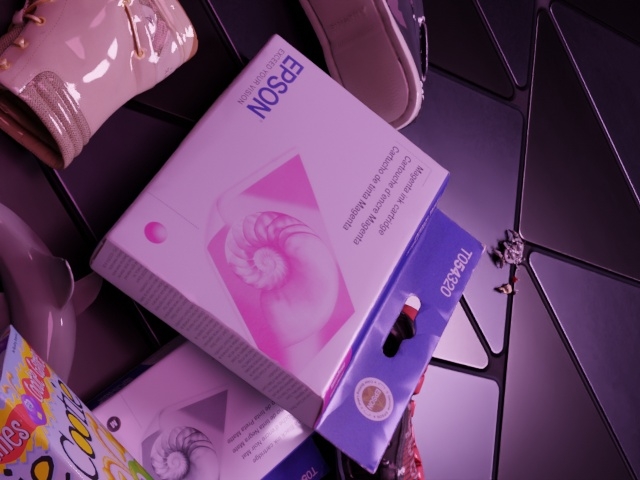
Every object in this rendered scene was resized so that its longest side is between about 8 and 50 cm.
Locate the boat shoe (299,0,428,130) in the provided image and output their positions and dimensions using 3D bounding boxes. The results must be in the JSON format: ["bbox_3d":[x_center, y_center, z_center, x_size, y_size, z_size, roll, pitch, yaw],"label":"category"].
[{"bbox_3d":[0.048,-0.285,1.176,0.113,0.127,0.340,-16,85,-66],"label":"boat shoe"}]

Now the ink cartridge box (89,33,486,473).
[{"bbox_3d":[0.000,0.000,1.035,0.330,0.071,0.324,36,52,-6],"label":"ink cartridge box"}]

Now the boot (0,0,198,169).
[{"bbox_3d":[-0.254,-0.216,0.949,0.203,0.095,0.262,-49,116,-30],"label":"boot"}]

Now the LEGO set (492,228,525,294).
[{"bbox_3d":[0.242,0.026,1.325,0.054,0.023,0.083,-7,87,-37],"label":"LEGO set"}]

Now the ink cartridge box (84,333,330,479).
[{"bbox_3d":[-0.100,0.201,1.031,0.223,0.045,0.224,-38,106,-34],"label":"ink cartridge box"}]

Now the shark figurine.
[{"bbox_3d":[-0.263,0.015,0.896,0.166,0.116,0.278,-46,112,-33],"label":"shark figurine"}]

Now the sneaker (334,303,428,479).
[{"bbox_3d":[0.052,0.190,1.092,0.135,0.097,0.276,33,59,-63],"label":"sneaker"}]

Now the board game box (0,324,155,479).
[{"bbox_3d":[-0.215,0.229,0.848,0.142,0.144,0.275,-38,109,0],"label":"board game box"}]
